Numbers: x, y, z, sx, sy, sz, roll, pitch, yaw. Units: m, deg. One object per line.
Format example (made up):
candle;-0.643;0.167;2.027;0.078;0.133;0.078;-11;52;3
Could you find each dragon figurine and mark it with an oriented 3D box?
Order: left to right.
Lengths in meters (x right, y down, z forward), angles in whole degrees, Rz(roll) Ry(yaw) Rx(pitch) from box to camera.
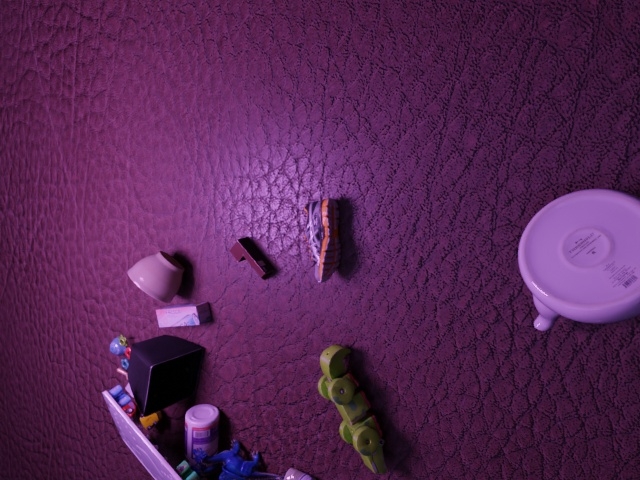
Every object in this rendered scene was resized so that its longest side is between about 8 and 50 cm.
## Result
dragon figurine;-0.255;0.708;1.256;0.289;0.144;0.085;25;112;13

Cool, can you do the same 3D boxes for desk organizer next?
desk organizer;-0.198;0.056;1.180;0.130;0.047;0.050;49;118;12

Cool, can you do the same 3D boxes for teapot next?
teapot;0.508;0.036;0.751;0.256;0.187;0.253;-7;68;44

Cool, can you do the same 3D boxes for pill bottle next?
pill bottle;-0.384;0.644;1.335;0.108;0.108;0.194;11;103;25

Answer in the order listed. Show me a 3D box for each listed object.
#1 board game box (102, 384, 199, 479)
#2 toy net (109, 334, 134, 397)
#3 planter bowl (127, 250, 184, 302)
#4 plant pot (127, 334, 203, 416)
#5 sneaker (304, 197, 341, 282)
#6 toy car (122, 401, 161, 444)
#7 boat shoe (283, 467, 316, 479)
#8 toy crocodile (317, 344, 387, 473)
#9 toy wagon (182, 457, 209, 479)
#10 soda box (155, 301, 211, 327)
board game box;-0.508;0.667;1.275;0.390;0.050;0.390;35;137;21
toy net;-0.688;0.454;1.496;0.122;0.045;0.232;-26;88;26
planter bowl;-0.498;0.103;1.290;0.162;0.162;0.109;40;86;16
plant pot;-0.516;0.411;1.333;0.167;0.188;0.188;26;110;33
sneaker;0.000;0.000;1.056;0.083;0.084;0.215;2;91;30
toy car;-0.650;0.695;1.510;0.239;0.053;0.225;-2;98;28
boat shoe;-0.084;0.827;1.217;0.094;0.109;0.302;14;88;41
toy crocodile;0.087;0.439;1.074;0.341;0.105;0.115;64;159;3
toy wagon;-0.405;0.917;1.405;0.267;0.068;0.344;-32;81;27
soda box;-0.442;0.239;1.326;0.183;0.058;0.063;-10;94;28
